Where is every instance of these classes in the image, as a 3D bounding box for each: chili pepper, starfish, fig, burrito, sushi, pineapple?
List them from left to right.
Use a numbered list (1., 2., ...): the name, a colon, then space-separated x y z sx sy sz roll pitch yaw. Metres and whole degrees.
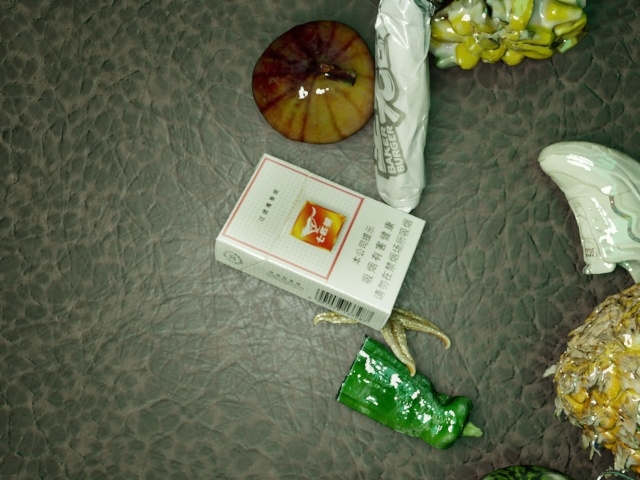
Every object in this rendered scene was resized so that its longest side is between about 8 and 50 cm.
1. fig: -0.008 -0.293 1.280 0.235 0.214 0.234 -4 82 27
2. starfish: 0.124 0.158 1.293 0.248 0.138 0.050 26 133 7
3. burrito: 0.142 -0.261 1.206 0.101 0.139 0.445 -1 126 3
4. chili pepper: 0.172 0.298 1.291 0.271 0.099 0.136 27 77 6
5. sushi: 0.288 -0.444 1.234 0.328 0.329 0.285 -32 112 -35
6. pineapple: 0.567 0.247 1.165 0.300 0.352 0.352 37 89 3

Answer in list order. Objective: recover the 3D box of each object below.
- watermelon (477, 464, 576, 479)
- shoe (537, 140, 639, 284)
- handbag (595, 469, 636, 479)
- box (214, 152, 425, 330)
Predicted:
1. watermelon: 0.361 0.527 1.180 0.285 0.285 0.285 0 87 2
2. shoe: 0.530 -0.035 1.278 0.342 0.132 0.210 31 86 0
3. handbag: 0.483 0.419 1.082 0.115 0.072 0.139 -37 77 2
4. box: 0.000 0.001 1.272 0.330 0.095 0.210 23 60 5
